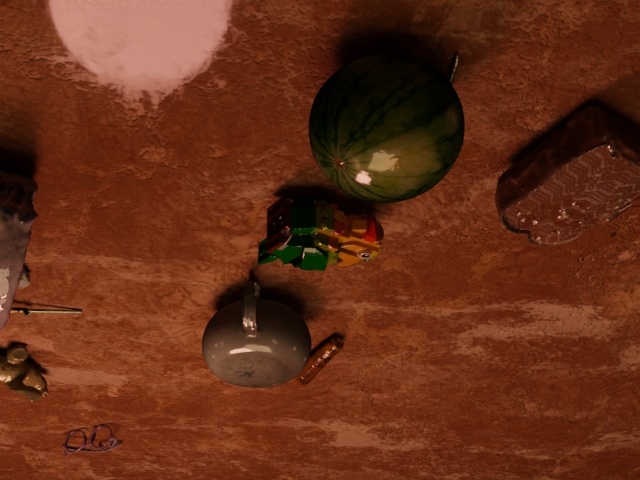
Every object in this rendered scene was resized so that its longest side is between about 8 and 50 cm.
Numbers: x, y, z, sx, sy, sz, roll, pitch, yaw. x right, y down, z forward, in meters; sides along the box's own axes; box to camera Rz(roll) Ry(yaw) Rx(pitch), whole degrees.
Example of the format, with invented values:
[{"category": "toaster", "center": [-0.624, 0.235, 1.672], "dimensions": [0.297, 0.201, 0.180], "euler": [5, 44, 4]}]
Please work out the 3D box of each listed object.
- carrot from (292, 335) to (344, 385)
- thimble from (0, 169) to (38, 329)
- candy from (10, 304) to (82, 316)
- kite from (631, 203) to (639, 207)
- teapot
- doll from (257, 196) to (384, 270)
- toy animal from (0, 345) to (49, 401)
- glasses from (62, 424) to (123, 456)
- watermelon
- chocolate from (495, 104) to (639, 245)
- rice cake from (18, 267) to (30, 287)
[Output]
[{"category": "carrot", "center": [-0.005, 0.234, 1.821], "dimensions": [0.042, 0.042, 0.170], "euler": [18, 139, -24]}, {"category": "thimble", "center": [-0.501, 0.005, 1.331], "dimensions": [0.157, 0.217, 0.245], "euler": [14, 135, -22]}, {"category": "candy", "center": [-0.518, 0.125, 1.663], "dimensions": [0.185, 0.049, 0.055], "euler": [3, 175, -16]}, {"category": "kite", "center": [0.560, -0.086, 1.398], "dimensions": [0.229, 0.016, 0.127], "euler": [-11, 140, 13]}, {"category": "teapot", "center": [-0.112, 0.175, 1.662], "dimensions": [0.193, 0.129, 0.294], "euler": [-1, 143, 1]}, {"category": "doll", "center": [0.001, -0.004, 1.422], "dimensions": [0.186, 0.106, 0.134], "euler": [2, 151, -5]}, {"category": "toy animal", "center": [-0.614, 0.250, 1.800], "dimensions": [0.219, 0.103, 0.101], "euler": [16, 161, -26]}, {"category": "glasses", "center": [-0.499, 0.468, 2.123], "dimensions": [0.140, 0.062, 0.104], "euler": [-12, 145, 17]}, {"category": "watermelon", "center": [0.089, -0.144, 1.171], "dimensions": [0.188, 0.215, 0.188], "euler": [27, 135, 30]}, {"category": "chocolate", "center": [0.354, -0.087, 1.323], "dimensions": [0.148, 0.093, 0.214], "euler": [25, 137, -30]}, {"category": "rice cake", "center": [-0.579, 0.064, 1.572], "dimensions": [0.180, 0.030, 0.042], "euler": [-3, 150, 3]}]
